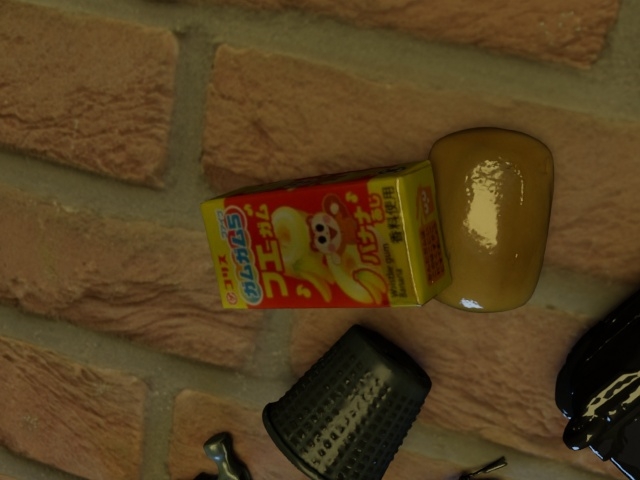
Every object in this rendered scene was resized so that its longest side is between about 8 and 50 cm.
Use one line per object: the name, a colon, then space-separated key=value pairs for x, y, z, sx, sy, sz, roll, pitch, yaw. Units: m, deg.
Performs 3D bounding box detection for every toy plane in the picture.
toy plane: x=0.182 y=0.334 z=0.862 sx=0.145 sy=0.037 sz=0.060 roll=-24 pitch=92 yaw=16

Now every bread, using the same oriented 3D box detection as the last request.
bread: x=0.184 y=-0.019 z=0.753 sx=0.147 sy=0.098 sz=0.217 roll=4 pitch=102 yaw=16

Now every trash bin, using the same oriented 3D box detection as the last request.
trash bin: x=0.046 y=0.197 z=0.809 sx=0.175 sy=0.175 sz=0.161 roll=37 pitch=96 yaw=3

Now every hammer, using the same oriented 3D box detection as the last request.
hammer: x=-0.204 y=0.376 z=0.961 sx=0.227 sy=0.041 sz=0.158 roll=-18 pitch=96 yaw=16

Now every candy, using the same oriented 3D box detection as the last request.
candy: x=0.000 y=0.000 z=0.763 sx=0.276 sy=0.088 sz=0.146 roll=-3 pitch=104 yaw=34

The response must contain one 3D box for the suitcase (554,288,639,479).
suitcase: x=0.468 y=0.176 z=0.680 sx=0.345 sy=0.188 sz=0.339 roll=44 pitch=109 yaw=3
